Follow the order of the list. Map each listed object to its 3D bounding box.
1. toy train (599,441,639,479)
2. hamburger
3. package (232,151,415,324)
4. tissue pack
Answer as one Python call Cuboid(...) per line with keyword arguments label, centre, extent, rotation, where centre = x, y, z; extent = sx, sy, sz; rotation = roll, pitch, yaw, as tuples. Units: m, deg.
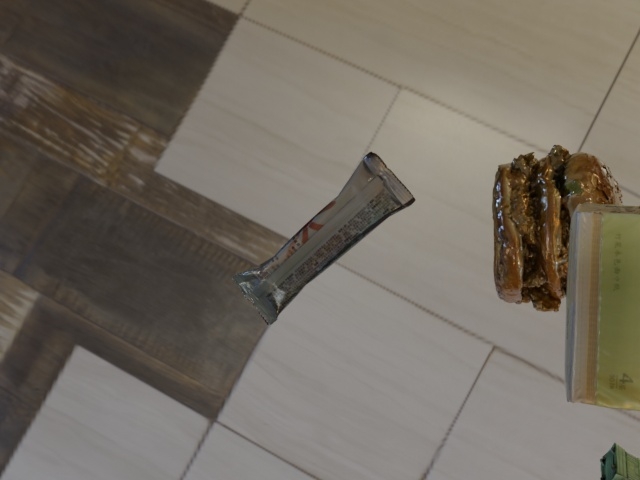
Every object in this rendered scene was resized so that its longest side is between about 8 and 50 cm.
Cuboid(label="toy train", centre=(0.436, 0.338, 1.409), extent=(0.056, 0.093, 0.038), rotation=(31, 115, 2))
Cuboid(label="hamburger", centre=(0.372, -0.028, 1.539), extent=(0.211, 0.260, 0.245), rotation=(-4, 108, 18))
Cuboid(label="package", centre=(0.000, 0.000, 0.538), extent=(0.110, 0.015, 0.037), rotation=(-42, 87, 9))
Cuboid(label="tissue pack", centre=(0.364, 0.076, 1.183), extent=(0.125, 0.159, 0.234), rotation=(3, 96, 18))
